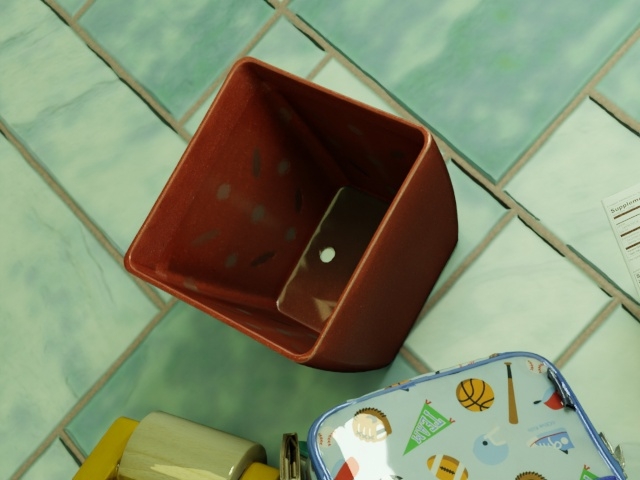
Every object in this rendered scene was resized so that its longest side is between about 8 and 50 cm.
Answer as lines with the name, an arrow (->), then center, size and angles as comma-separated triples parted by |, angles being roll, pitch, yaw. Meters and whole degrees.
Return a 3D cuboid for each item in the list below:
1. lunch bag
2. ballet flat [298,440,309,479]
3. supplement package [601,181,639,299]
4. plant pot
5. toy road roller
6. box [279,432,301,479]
lunch bag -> 0.149, 0.246, 1.499 | 0.303, 0.115, 0.243 | -15, 55, -16
ballet flat -> 0.062, 0.277, 1.624 | 0.248, 0.086, 0.086 | 11, 76, 31
supplement package -> 0.392, 0.049, 1.467 | 0.149, 0.194, 0.203 | -25, 61, 17
plant pot -> 0.000, 0.000, 1.670 | 0.267, 0.236, 0.267 | 26, 83, 33
toy road roller -> -0.179, 0.373, 1.647 | 0.202, 0.241, 0.329 | 16, 50, 20
box -> -0.021, 0.314, 1.561 | 0.021, 0.164, 0.201 | -6, 99, -1
